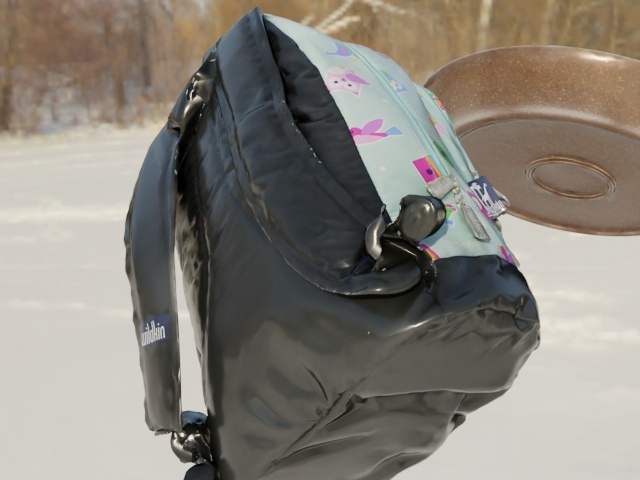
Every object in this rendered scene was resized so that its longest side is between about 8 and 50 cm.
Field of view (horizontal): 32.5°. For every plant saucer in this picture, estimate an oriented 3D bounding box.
[{"bbox_3d":[0.128,-0.041,0.555,0.168,0.029,0.168,14,-18,5],"label":"plant saucer"}]

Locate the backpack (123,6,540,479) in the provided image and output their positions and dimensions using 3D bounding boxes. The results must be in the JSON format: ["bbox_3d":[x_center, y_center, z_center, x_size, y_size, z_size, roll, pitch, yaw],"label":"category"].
[{"bbox_3d":[0.000,0.000,0.434,0.115,0.182,0.152,20,-52,-41],"label":"backpack"}]
